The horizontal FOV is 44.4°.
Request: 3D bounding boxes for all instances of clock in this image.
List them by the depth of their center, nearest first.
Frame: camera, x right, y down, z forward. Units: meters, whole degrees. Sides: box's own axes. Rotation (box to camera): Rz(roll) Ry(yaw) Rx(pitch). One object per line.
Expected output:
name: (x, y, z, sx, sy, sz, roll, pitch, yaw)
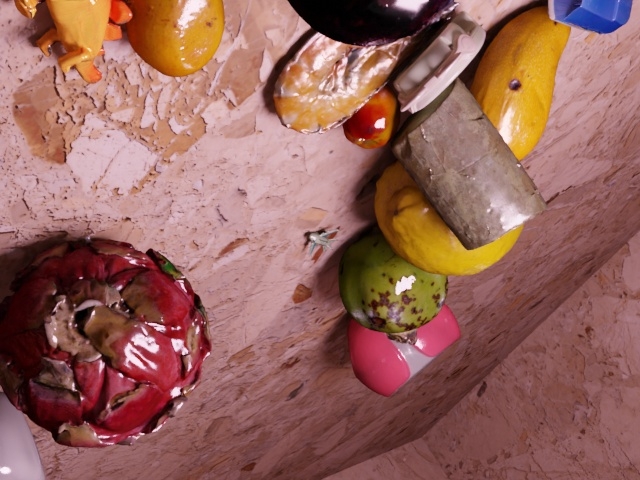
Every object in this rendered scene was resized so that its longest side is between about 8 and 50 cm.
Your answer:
clock: (0.174, -0.265, 1.188, 0.151, 0.062, 0.191, -43, -172, 30)

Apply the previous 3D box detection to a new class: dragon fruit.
dragon fruit: (-0.320, 0.151, 1.172, 0.329, 0.329, 0.329, -27, 153, -15)

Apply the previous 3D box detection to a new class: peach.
peach: (0.083, -0.203, 1.264, 0.101, 0.100, 0.100, -27, 153, -15)

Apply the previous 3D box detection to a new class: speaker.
speaker: (0.213, 0.252, 1.990, 0.294, 0.294, 0.294, -27, 153, -15)

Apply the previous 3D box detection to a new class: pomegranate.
pomegranate: (0.159, 0.099, 1.675, 0.254, 0.270, 0.254, -11, -178, 0)

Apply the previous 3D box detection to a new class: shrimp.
shrimp: (0.060, -0.277, 1.151, 0.317, 0.062, 0.164, -37, 147, 4)

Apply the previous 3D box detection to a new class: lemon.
lemon: (0.259, -0.064, 1.500, 0.316, 0.285, 0.285, 25, 121, -31)

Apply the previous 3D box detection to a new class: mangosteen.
mangosteen: (0.058, -0.331, 0.925, 0.211, 0.211, 0.250, -41, -175, 13)

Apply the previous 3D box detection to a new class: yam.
yam: (0.232, -0.115, 1.266, 0.161, 0.268, 0.161, -37, -172, 6)

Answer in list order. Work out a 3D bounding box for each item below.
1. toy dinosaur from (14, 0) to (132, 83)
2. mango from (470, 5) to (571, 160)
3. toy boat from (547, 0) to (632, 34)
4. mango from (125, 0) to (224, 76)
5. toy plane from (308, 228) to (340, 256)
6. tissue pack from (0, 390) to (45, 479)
toy dinosaur: (-0.253, -0.260, 0.808, 0.117, 0.070, 0.288, -38, 160, -17)
mango: (0.336, -0.272, 1.358, 0.177, 0.120, 0.294, 20, 87, -51)
toy boat: (0.472, -0.417, 1.337, 0.295, 0.088, 0.129, -6, 105, -49)
mango: (-0.165, -0.259, 0.884, 0.115, 0.089, 0.165, -27, 150, -18)
toy plane: (-0.001, -0.002, 1.577, 0.080, 0.033, 0.083, -41, 146, 16)
tissue pack: (-0.640, 0.392, 1.287, 0.333, 0.229, 0.236, -24, 155, -18)
